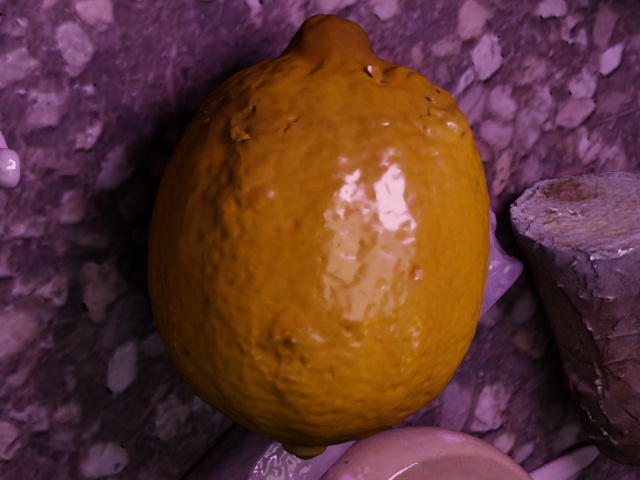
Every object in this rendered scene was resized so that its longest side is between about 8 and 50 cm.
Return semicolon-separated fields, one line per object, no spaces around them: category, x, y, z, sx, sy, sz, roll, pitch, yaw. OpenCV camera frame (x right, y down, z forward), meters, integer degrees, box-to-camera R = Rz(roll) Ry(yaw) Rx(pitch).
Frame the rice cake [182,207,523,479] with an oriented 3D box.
rice cake;0.015;0.122;1.505;0.399;0.070;0.064;-45;128;-9

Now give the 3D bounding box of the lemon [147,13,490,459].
lemon;0.000;0.000;1.346;0.245;0.245;0.320;-1;102;-30

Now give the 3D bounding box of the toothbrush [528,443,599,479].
toothbrush;0.123;0.251;1.639;0.307;0.029;0.025;-26;123;-21

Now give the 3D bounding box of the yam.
yam;0.252;0.052;1.573;0.154;0.154;0.254;-36;126;-15

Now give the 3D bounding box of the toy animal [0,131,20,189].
toy animal;-0.308;-0.045;1.255;0.182;0.131;0.127;-9;80;-36

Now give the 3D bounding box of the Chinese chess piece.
Chinese chess piece;0.080;0.280;1.549;0.257;0.104;0.257;-2;95;-28
